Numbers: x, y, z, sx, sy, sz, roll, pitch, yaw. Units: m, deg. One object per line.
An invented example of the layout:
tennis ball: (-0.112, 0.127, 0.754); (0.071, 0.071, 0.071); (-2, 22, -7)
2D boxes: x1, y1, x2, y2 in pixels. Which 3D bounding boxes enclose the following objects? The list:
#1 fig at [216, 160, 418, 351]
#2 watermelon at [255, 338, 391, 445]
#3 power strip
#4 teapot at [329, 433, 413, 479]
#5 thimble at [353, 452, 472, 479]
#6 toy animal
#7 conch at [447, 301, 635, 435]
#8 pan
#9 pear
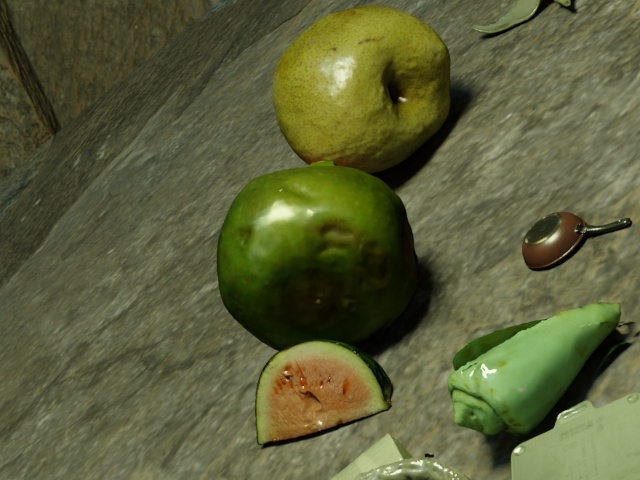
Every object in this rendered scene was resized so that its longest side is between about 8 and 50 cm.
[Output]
fig: (-0.007, -0.007, 1.397); (0.206, 0.206, 0.275); (-34, 25, 13)
watermelon: (0.006, 0.137, 1.304); (0.163, 0.087, 0.069); (-20, -7, 35)
power strip: (0.187, 0.206, 0.888); (0.118, 0.046, 0.270); (-28, 24, 20)
teapot: (-0.002, 0.241, 1.076); (0.200, 0.077, 0.107); (-39, 19, 1)
thimble: (0.079, 0.214, 0.956); (0.115, 0.090, 0.102); (18, 73, 40)
toy animal: (0.275, -0.338, 1.699); (0.219, 0.095, 0.155); (-36, 19, 12)
conch: (0.169, 0.098, 1.091); (0.170, 0.079, 0.106); (-31, 25, -19)
pan: (0.233, -0.010, 1.246); (0.115, 0.023, 0.068); (-20, 29, 39)
pear: (0.042, -0.180, 1.636); (0.228, 0.188, 0.211); (-44, 26, -25)
